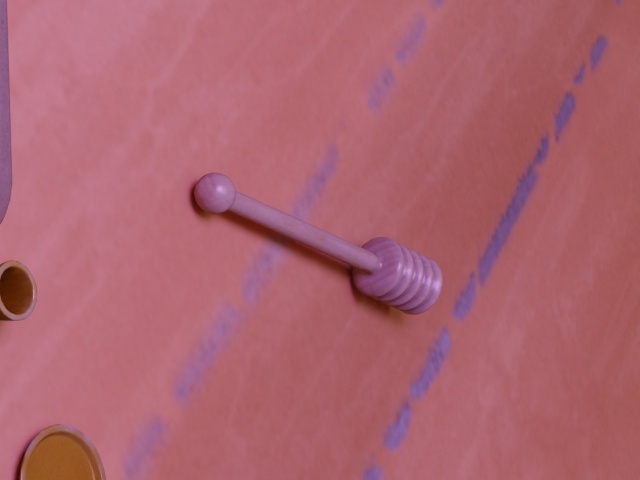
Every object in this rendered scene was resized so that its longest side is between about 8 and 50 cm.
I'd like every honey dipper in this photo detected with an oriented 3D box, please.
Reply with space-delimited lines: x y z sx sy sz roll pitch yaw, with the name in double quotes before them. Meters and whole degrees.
"honey dipper" 0.000 0.000 0.885 0.161 0.030 0.030 25 61 -48

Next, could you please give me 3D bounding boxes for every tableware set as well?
"tableware set" -0.109 0.085 0.707 0.104 0.024 0.154 -15 93 -56

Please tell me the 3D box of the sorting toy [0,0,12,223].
"sorting toy" -0.215 -0.124 0.605 0.307 0.041 0.229 11 76 -54
